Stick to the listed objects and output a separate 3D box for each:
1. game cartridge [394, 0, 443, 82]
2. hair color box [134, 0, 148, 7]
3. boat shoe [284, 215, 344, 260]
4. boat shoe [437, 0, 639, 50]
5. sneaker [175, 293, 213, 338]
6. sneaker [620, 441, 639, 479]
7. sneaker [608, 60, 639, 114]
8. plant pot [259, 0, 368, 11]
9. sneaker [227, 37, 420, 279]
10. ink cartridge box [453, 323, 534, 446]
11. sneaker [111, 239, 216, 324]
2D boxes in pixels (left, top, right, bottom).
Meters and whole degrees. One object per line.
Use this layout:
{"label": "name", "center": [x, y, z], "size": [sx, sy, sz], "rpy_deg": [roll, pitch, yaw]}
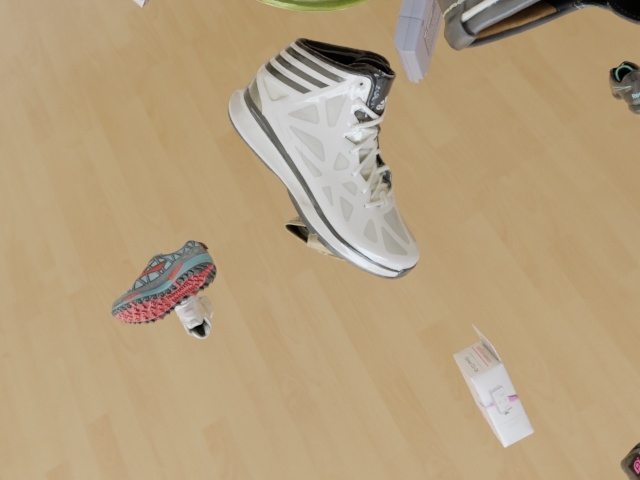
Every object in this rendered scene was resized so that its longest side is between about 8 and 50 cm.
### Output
{"label": "game cartridge", "center": [0.217, -0.495, 1.333], "size": [0.060, 0.196, 0.295], "rpy_deg": [15, 86, 13]}
{"label": "hair color box", "center": [-0.368, -0.508, 1.208], "size": [0.141, 0.072, 0.043], "rpy_deg": [40, 63, -13]}
{"label": "boat shoe", "center": [0.000, 0.000, 1.366], "size": [0.189, 0.072, 0.068], "rpy_deg": [22, 112, 38]}
{"label": "boat shoe", "center": [0.167, -0.140, 0.317], "size": [0.232, 0.084, 0.079], "rpy_deg": [-9, 80, -3]}
{"label": "sneaker", "center": [-0.316, 0.200, 1.661], "size": [0.090, 0.232, 0.115], "rpy_deg": [-26, 77, -1]}
{"label": "sneaker", "center": [0.552, 0.408, 0.996], "size": [0.185, 0.483, 0.202], "rpy_deg": [-38, 69, 2]}
{"label": "sneaker", "center": [0.759, -0.398, 1.600], "size": [0.101, 0.267, 0.106], "rpy_deg": [-36, 106, 22]}
{"label": "plant pot", "center": [0.006, -0.527, 0.741], "size": [0.366, 0.353, 0.367], "rpy_deg": [6, 69, -15]}
{"label": "sneaker", "center": [0.064, -0.146, 1.106], "size": [0.447, 0.169, 0.257], "rpy_deg": [48, 127, -7]}
{"label": "ink cartridge box", "center": [0.314, 0.267, 1.223], "size": [0.067, 0.115, 0.198], "rpy_deg": [-27, 103, 0]}
{"label": "sneaker", "center": [-0.357, 0.093, 1.483], "size": [0.261, 0.104, 0.125], "rpy_deg": [-29, 50, 3]}
